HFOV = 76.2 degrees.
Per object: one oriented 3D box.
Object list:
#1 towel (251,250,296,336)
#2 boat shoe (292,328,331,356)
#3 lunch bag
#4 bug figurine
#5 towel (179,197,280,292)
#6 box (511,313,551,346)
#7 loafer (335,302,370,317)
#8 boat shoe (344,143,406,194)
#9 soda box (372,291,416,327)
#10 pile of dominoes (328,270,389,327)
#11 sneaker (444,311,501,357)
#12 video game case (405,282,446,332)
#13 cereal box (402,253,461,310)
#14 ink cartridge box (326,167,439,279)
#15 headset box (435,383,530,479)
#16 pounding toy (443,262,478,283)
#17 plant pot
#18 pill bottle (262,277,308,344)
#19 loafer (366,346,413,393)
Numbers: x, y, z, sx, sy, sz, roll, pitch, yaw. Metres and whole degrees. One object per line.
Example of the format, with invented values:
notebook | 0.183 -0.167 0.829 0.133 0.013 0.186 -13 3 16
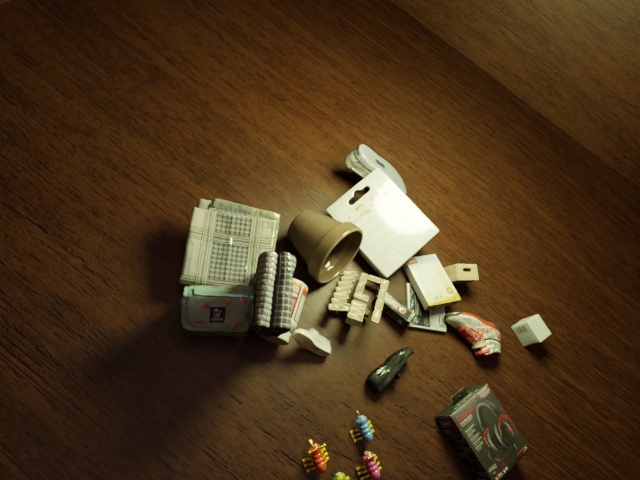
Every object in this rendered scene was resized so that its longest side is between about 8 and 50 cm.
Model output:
towel | -0.147 0.178 1.284 0.121 0.283 0.234 5 71 -10
boat shoe | -0.026 0.351 1.460 0.184 0.066 0.063 35 41 -28
lunch bag | -0.334 0.222 1.322 0.224 0.262 0.160 5 62 -14
bug figurine | 0.093 0.712 1.340 0.279 0.072 0.216 -20 72 -28
towel | -0.312 0.016 1.444 0.312 0.056 0.324 10 72 -12
box | 0.921 0.394 1.785 0.087 0.101 0.102 -23 75 -28
loafer | 0.121 0.278 1.588 0.148 0.056 0.050 15 60 -1
boat shoe | 0.241 -0.288 1.880 0.367 0.156 0.135 27 48 -39
soda box | 0.294 0.271 1.638 0.169 0.060 0.053 38 58 11
pile of dominoes | 0.149 0.223 1.590 0.196 0.040 0.251 18 40 8
sneaker | 0.633 0.394 1.682 0.270 0.090 0.144 20 57 -17
video game case | 0.443 0.282 1.718 0.173 0.022 0.190 11 62 -14
cereal box | 0.469 0.173 1.745 0.173 0.047 0.240 -5 54 -24
ink cartridge box | 0.260 -0.073 1.742 0.308 0.091 0.385 -40 80 -9
headset box | 0.585 0.693 1.504 0.218 0.110 0.293 -24 74 -28
pounding toy | 0.619 0.137 1.805 0.141 0.130 0.100 2 76 -19
plant pot | 0.000 0.000 1.597 0.229 0.263 0.263 38 56 25
pill bottle | -0.131 0.252 1.466 0.121 0.121 0.221 22 62 -8
loafer | 0.271 0.481 1.526 0.223 0.076 0.078 -32 83 -25
